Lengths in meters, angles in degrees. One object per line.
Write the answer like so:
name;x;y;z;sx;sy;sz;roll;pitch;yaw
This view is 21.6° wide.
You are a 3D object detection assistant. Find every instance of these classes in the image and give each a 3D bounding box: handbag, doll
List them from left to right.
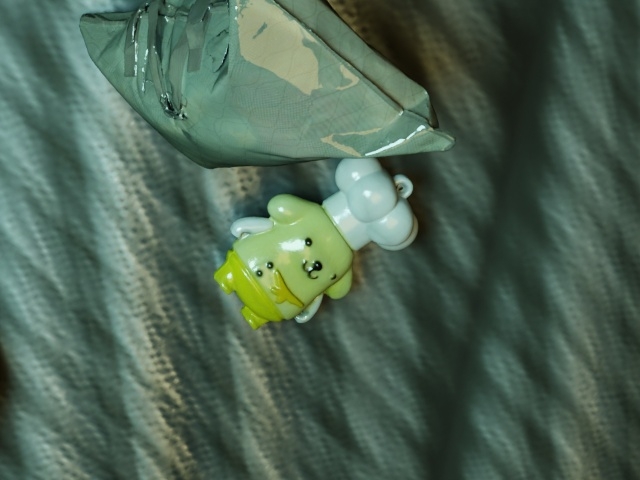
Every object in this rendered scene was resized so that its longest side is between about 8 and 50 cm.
handbag;-0.051;-0.111;1.092;0.182;0.270;0.117;42;70;-25
doll;0.000;0.000;1.256;0.162;0.062;0.106;-36;122;1
